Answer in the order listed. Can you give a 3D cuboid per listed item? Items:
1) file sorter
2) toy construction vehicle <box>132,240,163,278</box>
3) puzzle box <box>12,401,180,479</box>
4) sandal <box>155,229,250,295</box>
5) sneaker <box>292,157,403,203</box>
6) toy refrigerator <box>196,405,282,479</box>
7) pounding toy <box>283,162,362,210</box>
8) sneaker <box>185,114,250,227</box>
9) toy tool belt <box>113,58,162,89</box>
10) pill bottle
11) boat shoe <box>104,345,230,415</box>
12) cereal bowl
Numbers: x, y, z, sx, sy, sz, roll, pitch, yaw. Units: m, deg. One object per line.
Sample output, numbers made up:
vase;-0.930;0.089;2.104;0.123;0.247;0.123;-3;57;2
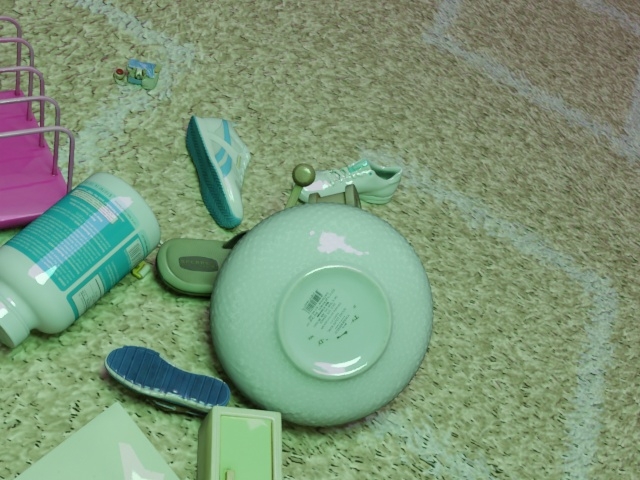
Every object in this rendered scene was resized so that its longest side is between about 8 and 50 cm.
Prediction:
file sorter;-0.504;-0.182;1.235;0.202;0.182;0.291;-13;54;-31
toy construction vehicle;-0.301;0.008;1.311;0.098;0.035;0.086;36;49;4
puzzle box;-0.314;0.412;0.925;0.409;0.052;0.272;-36;76;-22
sandal;-0.114;0.033;1.336;0.302;0.086;0.120;-1;57;-36
sneaker;0.053;-0.117;1.528;0.212;0.094;0.080;-4;59;-27
toy refrigerator;-0.108;0.363;1.100;0.102;0.094;0.270;10;53;-18
pounding toy;0.000;0.000;1.359;0.154;0.270;0.154;-12;11;8
sneaker;-0.164;-0.125;1.440;0.092;0.087;0.229;-3;59;-29
toy tool belt;-0.336;-0.314;1.522;0.083;0.051;0.052;6;54;-21
pill bottle;-0.365;0.031;1.178;0.146;0.146;0.264;40;59;7
boat shoe;-0.223;0.211;1.176;0.183;0.066;0.066;24;50;-4
cereal bowl;0.010;0.111;1.197;0.338;0.141;0.339;0;93;-9
